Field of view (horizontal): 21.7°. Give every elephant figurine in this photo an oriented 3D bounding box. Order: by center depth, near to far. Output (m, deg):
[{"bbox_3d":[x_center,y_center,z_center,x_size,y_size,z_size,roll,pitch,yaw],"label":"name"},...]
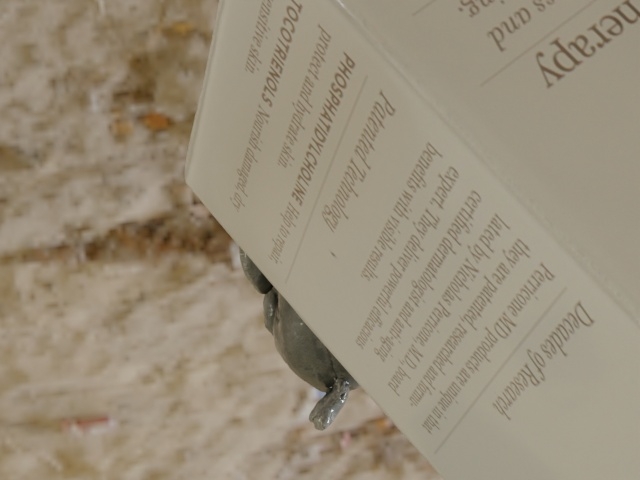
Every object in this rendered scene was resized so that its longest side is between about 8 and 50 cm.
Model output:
[{"bbox_3d":[0.000,0.000,1.460,0.169,0.186,0.239,-29,130,-19],"label":"elephant figurine"}]

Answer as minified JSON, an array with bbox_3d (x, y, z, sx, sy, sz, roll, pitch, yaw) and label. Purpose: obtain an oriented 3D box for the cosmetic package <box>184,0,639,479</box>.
[{"bbox_3d":[0.176,-0.051,0.985,0.329,0.394,0.327,-37,167,-24],"label":"cosmetic package"}]
